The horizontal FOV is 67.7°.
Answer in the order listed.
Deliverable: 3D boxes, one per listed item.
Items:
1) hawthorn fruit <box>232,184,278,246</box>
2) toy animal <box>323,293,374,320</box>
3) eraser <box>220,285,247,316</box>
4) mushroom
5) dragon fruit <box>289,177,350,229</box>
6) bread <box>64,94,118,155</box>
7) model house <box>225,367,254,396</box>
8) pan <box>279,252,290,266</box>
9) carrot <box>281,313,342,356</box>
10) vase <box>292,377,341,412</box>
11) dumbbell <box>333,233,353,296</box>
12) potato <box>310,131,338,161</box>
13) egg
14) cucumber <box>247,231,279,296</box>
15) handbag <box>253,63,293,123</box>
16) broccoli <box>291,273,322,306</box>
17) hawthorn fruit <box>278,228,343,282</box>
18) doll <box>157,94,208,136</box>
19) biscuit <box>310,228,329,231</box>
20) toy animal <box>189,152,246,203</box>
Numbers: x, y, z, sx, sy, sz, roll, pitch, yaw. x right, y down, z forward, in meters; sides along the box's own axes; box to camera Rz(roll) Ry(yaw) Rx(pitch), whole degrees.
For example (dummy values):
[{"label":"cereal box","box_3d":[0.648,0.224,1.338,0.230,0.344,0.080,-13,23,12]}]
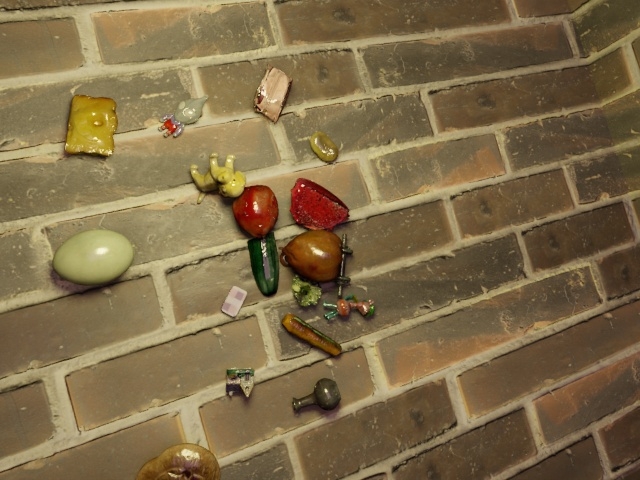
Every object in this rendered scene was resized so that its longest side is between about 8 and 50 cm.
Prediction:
[{"label":"hawthorn fruit","box_3d":[-0.228,-0.093,1.786,0.181,0.181,0.235,-15,76,-20]},{"label":"toy animal","box_3d":[0.111,0.264,1.914,0.209,0.100,0.103,-7,45,-16]},{"label":"eraser","box_3d":[-0.326,0.228,1.798,0.065,0.026,0.105,31,74,-15]},{"label":"mushroom","box_3d":[-0.472,0.805,1.599,0.279,0.146,0.278,-2,103,-10]},{"label":"dragon fruit","box_3d":[-0.013,-0.145,1.899,0.262,0.163,0.189,28,46,-16]},{"label":"bread","box_3d":[-0.811,-0.403,1.702,0.161,0.088,0.232,6,77,-22]},{"label":"model house","box_3d":[-0.294,0.516,1.734,0.101,0.088,0.100,4,79,-14]},{"label":"pan","box_3d":[-0.111,0.056,1.895,0.115,0.023,0.068,-42,95,-19]},{"label":"carrot","box_3d":[-0.033,0.369,1.855,0.260,0.070,0.070,33,73,-14]},{"label":"vase","box_3d":[-0.017,0.597,1.807,0.183,0.120,0.120,-19,88,-5]},{"label":"dumbbell","box_3d":[0.087,0.099,1.924,0.082,0.082,0.253,8,80,-17]},{"label":"potato","box_3d":[0.014,-0.385,1.976,0.091,0.070,0.138,-43,95,-17]},{"label":"egg","box_3d":[-0.755,0.057,1.596,0.253,0.186,0.186,-12,86,-23]},{"label":"cucumber","box_3d":[-0.206,0.093,1.840,0.115,0.063,0.243,-10,87,-19]},{"label":"handbag","box_3d":[-0.190,-0.577,1.885,0.117,0.179,0.204,21,75,-7]},{"label":"broccoli","box_3d":[-0.067,0.185,1.803,0.118,0.204,0.122,5,80,14]},{"label":"hawthorn fruit","box_3d":[-0.040,0.055,1.822,0.249,0.208,0.207,7,80,-2]},{"label":"doll","box_3d":[-0.514,-0.481,1.817,0.227,0.075,0.102,-40,86,-7]},{"label":"biscuit","box_3d":[0.000,0.000,1.941,0.120,0.019,0.129,-29,91,-20]},{"label":"toy animal","box_3d":[-0.375,-0.231,1.751,0.121,0.233,0.168,2,84,-53]}]
